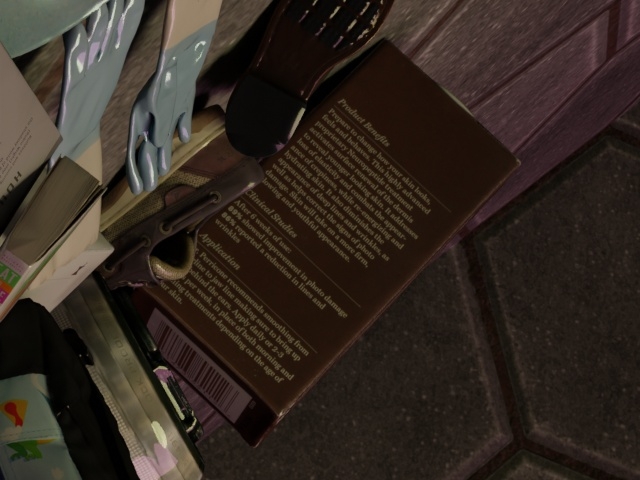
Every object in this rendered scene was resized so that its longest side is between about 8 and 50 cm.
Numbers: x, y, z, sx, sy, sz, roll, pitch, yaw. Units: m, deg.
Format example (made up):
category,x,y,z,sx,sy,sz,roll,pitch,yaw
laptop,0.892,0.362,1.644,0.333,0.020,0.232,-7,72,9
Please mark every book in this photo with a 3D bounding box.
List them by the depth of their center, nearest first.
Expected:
category,x,y,z,sx,sy,sz,roll,pitch,yaw
book,-0.193,0.025,1.098,0.144,0.035,0.096,-48,-172,39

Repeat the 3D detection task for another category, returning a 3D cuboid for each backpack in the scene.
category,x,y,z,sx,sy,sz,roll,pitch,yaw
backpack,-0.191,0.271,1.208,0.273,0.355,0.290,-28,154,-19

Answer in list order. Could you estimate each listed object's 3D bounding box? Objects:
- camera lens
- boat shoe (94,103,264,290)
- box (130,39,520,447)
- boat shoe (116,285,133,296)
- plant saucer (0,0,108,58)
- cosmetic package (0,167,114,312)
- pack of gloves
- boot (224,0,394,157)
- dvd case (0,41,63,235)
category,x,y,z,sx,sy,sz,roll,pitch,yaw
camera lens,-0.251,0.168,1.529,0.274,0.219,0.219,-29,170,-6
boat shoe,-0.153,-0.002,1.604,0.285,0.092,0.103,-45,172,33
box,0.000,0.000,1.802,0.381,0.191,0.143,-45,175,-23
boat shoe,-0.223,0.061,1.764,0.133,0.049,0.042,-43,180,45
plant saucer,-0.139,-0.173,0.993,0.195,0.037,0.195,-39,171,-7
cosmetic package,-0.326,0.070,1.212,0.284,0.097,0.377,-41,171,11
pack of gloves,-0.136,-0.107,1.209,0.195,0.046,0.232,-45,158,-50
boot,-0.010,-0.176,1.510,0.219,0.082,0.106,-51,-166,12
dvd case,-0.217,-0.026,0.959,0.179,0.030,0.238,-59,168,-12
